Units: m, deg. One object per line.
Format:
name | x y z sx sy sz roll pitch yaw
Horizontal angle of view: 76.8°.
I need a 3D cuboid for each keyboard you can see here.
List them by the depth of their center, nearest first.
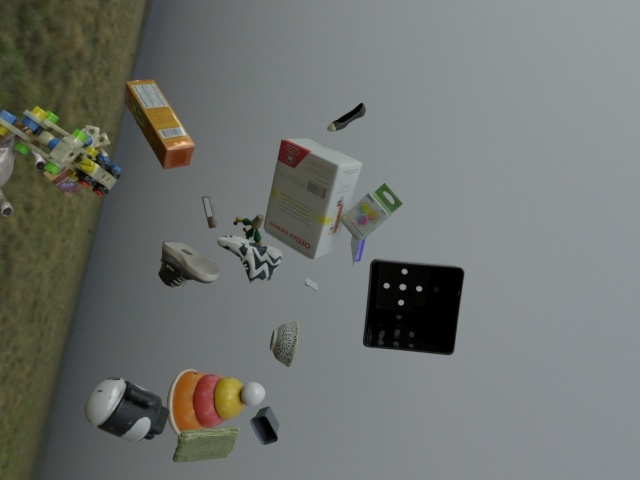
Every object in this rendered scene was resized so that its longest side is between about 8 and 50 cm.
keyboard | -0.045 0.214 1.987 0.014 0.072 0.256 -63 -178 0

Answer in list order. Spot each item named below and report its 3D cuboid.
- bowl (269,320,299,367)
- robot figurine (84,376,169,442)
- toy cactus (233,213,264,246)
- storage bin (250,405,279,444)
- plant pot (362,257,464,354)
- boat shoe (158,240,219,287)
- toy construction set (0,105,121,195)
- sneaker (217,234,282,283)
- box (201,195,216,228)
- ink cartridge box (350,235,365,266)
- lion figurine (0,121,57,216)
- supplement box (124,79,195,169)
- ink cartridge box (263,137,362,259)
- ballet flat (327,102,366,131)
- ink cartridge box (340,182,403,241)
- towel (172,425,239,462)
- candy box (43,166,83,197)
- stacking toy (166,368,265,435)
bowl | -0.138 0.369 1.468 0.170 0.080 0.169 -167 -90 -79
robot figurine | -0.685 0.602 1.438 0.209 0.278 0.174 -55 -155 -9
toy cactus | -0.325 -0.051 1.861 0.180 0.112 0.218 -51 -126 31
storage bin | -0.238 0.797 1.754 0.098 0.135 0.091 -23 -172 13
plant pot | 0.192 0.126 0.901 0.167 0.188 0.187 -68 162 -81
boat shoe | -0.515 0.128 1.566 0.341 0.127 0.157 27 -73 42
toy construction set | -0.641 -0.227 1.045 0.151 0.215 0.327 -56 -174 4
sneaker | -0.267 0.079 1.454 0.094 0.235 0.152 -118 -135 -71
box | -0.487 -0.128 1.777 0.225 0.037 0.136 -159 -123 -74
ink cartridge box | 0.170 -0.020 1.741 0.208 0.045 0.206 -86 -175 -62
lion figurine | -0.968 -0.226 1.200 0.240 0.142 0.392 29 -103 26
supplement box | -0.406 -0.293 1.014 0.233 0.080 0.078 57 -39 16
ink cartridge box | -0.042 -0.164 1.552 0.279 0.161 0.384 31 -61 27
ballet flat | 0.095 -0.459 1.508 0.173 0.049 0.057 -34 -130 -13
ink cartridge box | 0.185 -0.104 1.477 0.209 0.062 0.109 -43 -103 19
towel | -0.279 0.498 0.989 0.027 0.148 0.109 57 -47 51
candy box | -0.786 -0.204 1.273 0.109 0.053 0.187 -47 -168 -20
stacking toy | -0.506 0.821 2.097 0.481 0.350 0.350 -12 -121 13
